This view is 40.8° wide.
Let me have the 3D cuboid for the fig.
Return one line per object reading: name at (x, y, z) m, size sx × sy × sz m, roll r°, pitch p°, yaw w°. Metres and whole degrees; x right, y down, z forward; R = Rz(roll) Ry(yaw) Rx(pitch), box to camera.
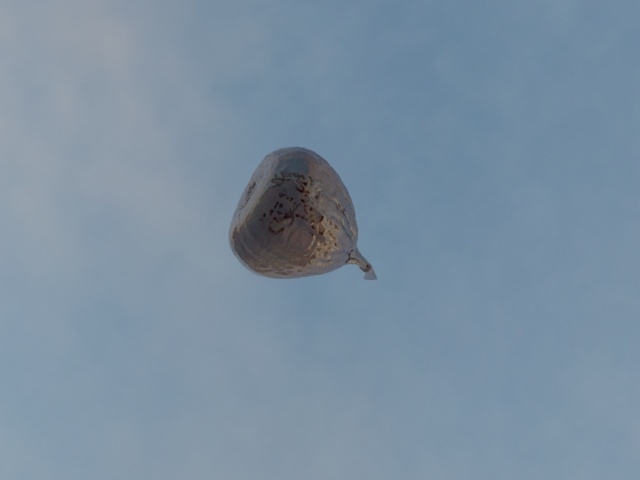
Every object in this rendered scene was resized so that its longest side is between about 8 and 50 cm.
fig at (0.000, 0.000, 0.924) m, size 0.201 × 0.146 × 0.134 m, roll 41°, pitch -29°, yaw -21°
